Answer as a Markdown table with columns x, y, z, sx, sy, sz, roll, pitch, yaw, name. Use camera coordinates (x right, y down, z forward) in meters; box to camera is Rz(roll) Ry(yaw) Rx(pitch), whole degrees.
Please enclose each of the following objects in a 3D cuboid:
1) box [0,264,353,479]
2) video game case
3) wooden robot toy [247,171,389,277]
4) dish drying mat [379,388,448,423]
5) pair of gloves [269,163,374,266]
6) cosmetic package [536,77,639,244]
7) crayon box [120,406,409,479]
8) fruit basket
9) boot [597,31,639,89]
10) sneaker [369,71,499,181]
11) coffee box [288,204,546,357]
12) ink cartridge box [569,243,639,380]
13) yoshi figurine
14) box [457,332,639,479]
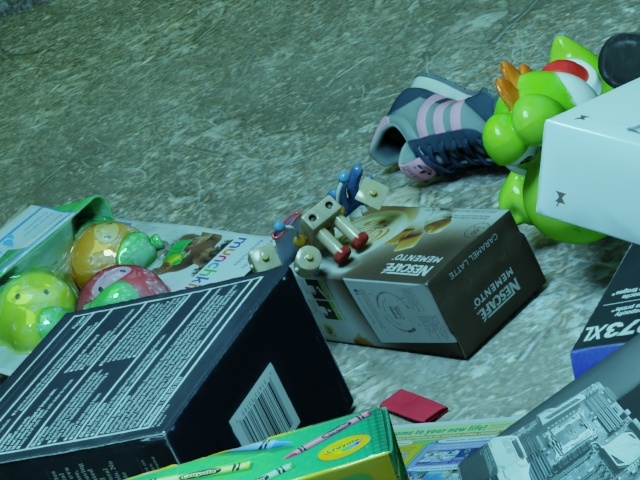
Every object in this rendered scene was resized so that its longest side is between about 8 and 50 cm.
| x | y | z | sx | sy | sz | roll | pitch | yaw | name |
| --- | --- | --- | --- | --- | --- | --- | --- | --- | --- |
| -0.169 | 0.193 | 1.872 | 0.294 | 0.182 | 0.296 | -11 | 25 | 31 | box |
| 0.068 | 0.224 | 1.723 | 0.212 | 0.023 | 0.193 | -10 | 23 | 43 | video game case |
| 0.000 | 0.000 | 2.041 | 0.173 | 0.076 | 0.079 | -37 | -12 | -18 | wooden robot toy |
| 0.092 | 0.165 | 1.879 | 0.032 | 0.008 | 0.083 | -35 | 22 | -21 | dish drying mat |
| 0.000 | 0.012 | 2.140 | 0.023 | 0.159 | 0.198 | 26 | 51 | 30 | pair of gloves |
| 0.415 | -0.051 | 1.590 | 0.377 | 0.097 | 0.284 | 18 | 29 | 33 | cosmetic package |
| -0.055 | 0.256 | 1.533 | 0.278 | 0.165 | 0.081 | -16 | 23 | 3 | crayon box |
| -0.274 | 0.059 | 2.319 | 0.353 | 0.165 | 0.327 | 3 | 36 | 45 | fruit basket |
| 0.450 | -0.137 | 1.961 | 0.264 | 0.096 | 0.280 | 19 | 10 | 33 | boot |
| 0.169 | -0.115 | 2.318 | 0.131 | 0.112 | 0.319 | -48 | 23 | -8 | sneaker |
| 0.096 | 0.039 | 2.029 | 0.141 | 0.098 | 0.246 | -41 | 25 | -28 | coffee box |
| 0.349 | 0.059 | 1.762 | 0.176 | 0.069 | 0.371 | -10 | 30 | 35 | ink cartridge box |
| 0.280 | -0.082 | 1.986 | 0.203 | 0.203 | 0.362 | 27 | 18 | 22 | yoshi figurine |
| 0.261 | 0.172 | 1.491 | 0.307 | 0.076 | 0.242 | -37 | 21 | 13 | box |
